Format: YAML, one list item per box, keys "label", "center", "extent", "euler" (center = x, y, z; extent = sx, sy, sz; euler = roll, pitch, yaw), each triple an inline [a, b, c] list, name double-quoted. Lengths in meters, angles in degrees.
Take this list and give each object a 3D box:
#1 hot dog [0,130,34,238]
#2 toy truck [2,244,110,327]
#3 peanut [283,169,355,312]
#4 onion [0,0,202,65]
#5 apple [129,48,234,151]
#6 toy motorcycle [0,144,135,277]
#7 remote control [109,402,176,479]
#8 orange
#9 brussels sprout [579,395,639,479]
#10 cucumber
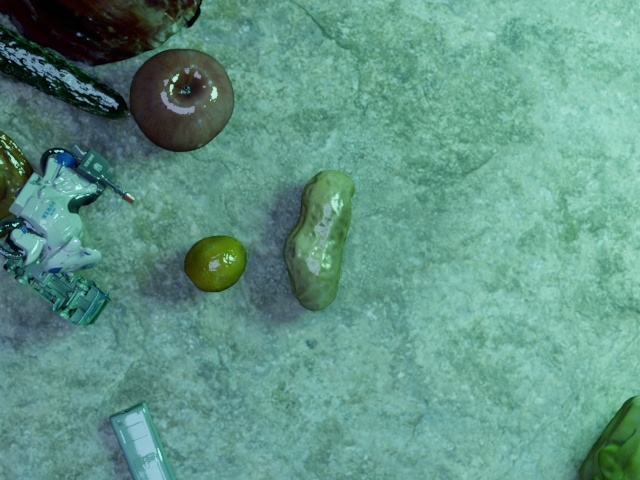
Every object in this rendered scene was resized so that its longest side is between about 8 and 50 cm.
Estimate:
- label: "hot dog"
  center: [-0.558, -0.085, 1.708]
  extent: [0.272, 0.122, 0.196]
  euler: [8, 84, -1]
- label: "toy truck"
  center: [-0.396, 0.060, 1.749]
  extent: [0.175, 0.081, 0.067]
  euler: [34, 89, 16]
- label: "peanut"
  center: [0.000, 0.000, 1.745]
  extent: [0.100, 0.099, 0.214]
  euler: [16, 90, -2]
- label: "onion"
  center: [-0.339, -0.392, 1.702]
  extent: [0.280, 0.146, 0.314]
  euler: [-44, 97, 3]
- label: "apple"
  center: [-0.202, -0.208, 1.717]
  extent: [0.154, 0.120, 0.153]
  euler: [1, 84, -8]
- label: "toy motorcycle"
  center: [-0.366, -0.037, 1.687]
  extent: [0.150, 0.102, 0.221]
  euler: [33, 51, -14]
- label: "remote control"
  center: [-0.263, 0.329, 1.771]
  extent: [0.061, 0.029, 0.162]
  euler: [-23, 91, -3]
- label: "orange"
  center: [-0.154, 0.033, 1.744]
  extent: [0.095, 0.085, 0.085]
  euler: [-31, 92, -8]
- label: "brussels sprout"
  center: [0.539, 0.382, 1.704]
  extent: [0.328, 0.247, 0.327]
  euler: [1, 75, -4]
- label: "cucumber"
  center: [-0.411, -0.252, 1.739]
  extent: [0.294, 0.067, 0.067]
  euler: [26, 90, -7]
